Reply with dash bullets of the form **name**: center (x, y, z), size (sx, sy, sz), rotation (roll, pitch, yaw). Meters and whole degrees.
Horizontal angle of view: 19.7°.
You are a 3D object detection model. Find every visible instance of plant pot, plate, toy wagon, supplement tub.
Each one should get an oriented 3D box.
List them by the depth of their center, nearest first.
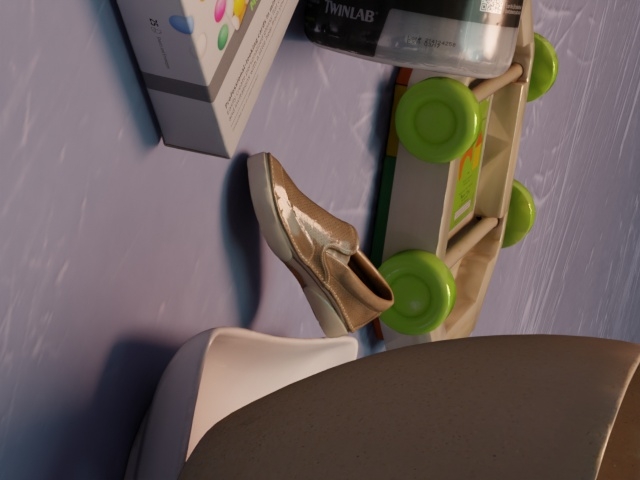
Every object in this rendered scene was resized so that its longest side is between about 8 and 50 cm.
- **plant pot**: center (0.030, 0.165, 0.848), size (0.284, 0.191, 0.284), rotation (13, 90, -74)
- **plate**: center (-0.060, 0.180, 0.980), size (0.277, 0.045, 0.278), rotation (13, 89, -75)
- **supplement tub**: center (0.062, -0.189, 0.986), size (0.117, 0.117, 0.190), rotation (-18, 120, -72)
- **toy wagon**: center (0.107, -0.089, 1.309), size (0.267, 0.068, 0.344), rotation (-36, 135, -67)

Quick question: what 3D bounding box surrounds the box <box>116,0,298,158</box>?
- **box**: center (-0.046, -0.147, 0.796), size (0.186, 0.038, 0.145), rotation (75, 31, -56)

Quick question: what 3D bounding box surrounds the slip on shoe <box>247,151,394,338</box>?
- **slip on shoe**: center (0.000, 0.000, 0.992), size (0.051, 0.041, 0.135), rotation (-94, 162, -49)
